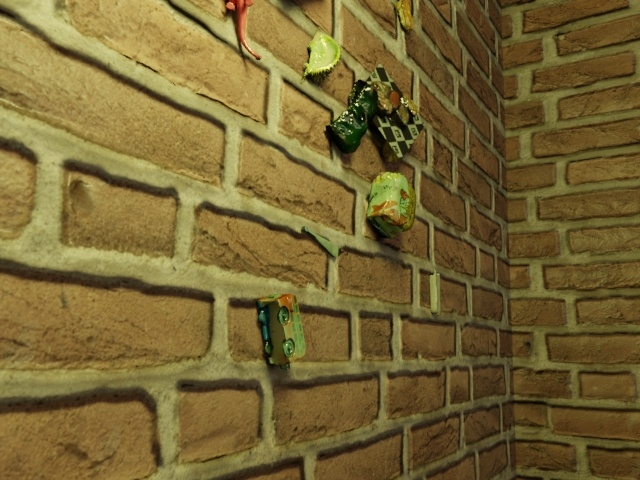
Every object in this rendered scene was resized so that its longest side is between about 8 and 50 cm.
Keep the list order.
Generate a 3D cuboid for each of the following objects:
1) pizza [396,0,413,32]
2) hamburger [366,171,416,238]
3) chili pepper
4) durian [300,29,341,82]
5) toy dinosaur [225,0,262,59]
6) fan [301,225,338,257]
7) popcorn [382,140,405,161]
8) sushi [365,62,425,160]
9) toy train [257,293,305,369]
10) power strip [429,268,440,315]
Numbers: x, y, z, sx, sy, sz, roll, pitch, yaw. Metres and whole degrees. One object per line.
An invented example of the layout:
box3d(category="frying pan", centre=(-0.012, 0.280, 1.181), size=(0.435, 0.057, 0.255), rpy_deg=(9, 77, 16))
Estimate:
box3d(category="pizza", centre=(0.328, -0.894, 2.353), size=(0.099, 0.035, 0.160), rpy_deg=(-48, 125, -51))
box3d(category="hamburger", centre=(0.260, -0.113, 2.041), size=(0.235, 0.125, 0.214), rpy_deg=(39, 62, -33))
box3d(category="chili pepper", centre=(0.119, -0.393, 1.859), size=(0.148, 0.116, 0.265), rpy_deg=(59, 41, -41))
box3d(category="durian", centre=(-0.001, -0.524, 1.746), size=(0.100, 0.086, 0.215), rpy_deg=(23, 57, -18))
box3d(category="toy dinosaur", centre=(-0.189, -0.589, 1.454), size=(0.139, 0.070, 0.286), rpy_deg=(-82, 156, -63))
box3d(category="fan", centre=(0.000, 0.000, 1.707), size=(0.193, 0.016, 0.038), rpy_deg=(38, 52, -52))
box3d(category="popcorn", centre=(0.255, -0.317, 2.123), size=(0.084, 0.084, 0.084), rpy_deg=(13, 75, -58))
box3d(category="sushi", centre=(0.270, -0.464, 2.092), size=(0.292, 0.059, 0.294), rpy_deg=(51, 41, -17))
box3d(category="toy train", centre=(-0.095, 0.219, 1.468), size=(0.099, 0.072, 0.188), rpy_deg=(-24, 106, -63))
box3d(category="power strip", centre=(0.465, 0.210, 2.430), size=(0.047, 0.030, 0.191), rpy_deg=(10, 78, -57))
